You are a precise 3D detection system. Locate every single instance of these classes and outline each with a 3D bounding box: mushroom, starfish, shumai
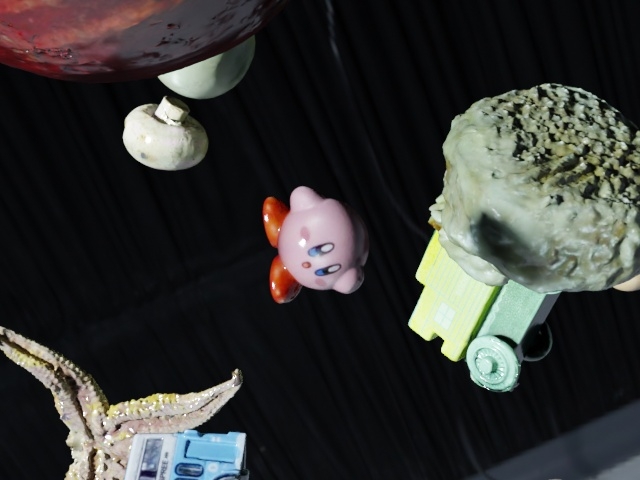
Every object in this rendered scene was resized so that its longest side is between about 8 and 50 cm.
[{"bbox_3d":[-0.148,-0.104,1.018,0.083,0.067,0.083,22,21,-9],"label":"mushroom"},{"bbox_3d":[-0.309,0.329,1.632,0.384,0.398,0.132,0,-2,3],"label":"starfish"},{"bbox_3d":[0.203,-0.010,1.012,0.225,0.222,0.260,24,34,3],"label":"shumai"}]

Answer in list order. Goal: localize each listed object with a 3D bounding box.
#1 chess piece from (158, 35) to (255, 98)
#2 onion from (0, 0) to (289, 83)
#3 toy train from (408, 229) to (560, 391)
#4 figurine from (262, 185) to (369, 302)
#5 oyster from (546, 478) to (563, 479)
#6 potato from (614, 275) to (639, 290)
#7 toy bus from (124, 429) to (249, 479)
[{"bbox_3d":[-0.230,-0.290,1.333,0.330,0.182,0.182,31,55,23],"label":"chess piece"},{"bbox_3d":[-0.111,-0.193,0.422,0.276,0.276,0.276,-16,31,10],"label":"onion"},{"bbox_3d":[0.317,0.056,1.847,0.272,0.442,0.179,38,38,24],"label":"toy train"},{"bbox_3d":[0.000,0.000,0.768,0.071,0.083,0.067,-11,8,24],"label":"figurine"},{"bbox_3d":[0.328,0.369,1.231,0.341,0.110,0.166,24,66,27],"label":"oyster"},{"bbox_3d":[0.477,0.022,1.619,0.112,0.147,0.112,-8,63,16],"label":"potato"},{"bbox_3d":[-0.140,0.327,0.996,0.131,0.106,0.297,5,49,0],"label":"toy bus"}]
